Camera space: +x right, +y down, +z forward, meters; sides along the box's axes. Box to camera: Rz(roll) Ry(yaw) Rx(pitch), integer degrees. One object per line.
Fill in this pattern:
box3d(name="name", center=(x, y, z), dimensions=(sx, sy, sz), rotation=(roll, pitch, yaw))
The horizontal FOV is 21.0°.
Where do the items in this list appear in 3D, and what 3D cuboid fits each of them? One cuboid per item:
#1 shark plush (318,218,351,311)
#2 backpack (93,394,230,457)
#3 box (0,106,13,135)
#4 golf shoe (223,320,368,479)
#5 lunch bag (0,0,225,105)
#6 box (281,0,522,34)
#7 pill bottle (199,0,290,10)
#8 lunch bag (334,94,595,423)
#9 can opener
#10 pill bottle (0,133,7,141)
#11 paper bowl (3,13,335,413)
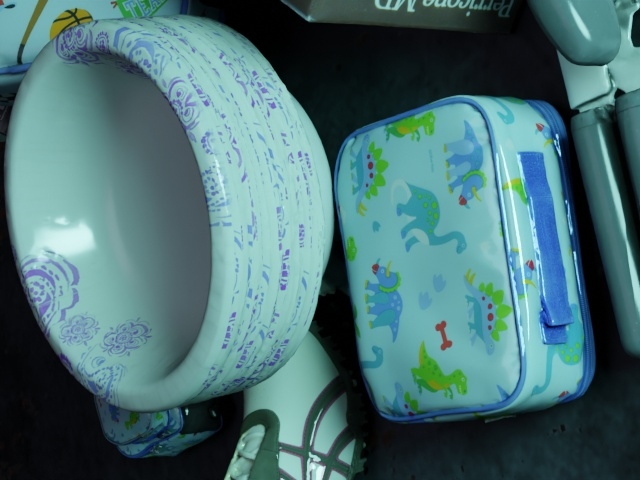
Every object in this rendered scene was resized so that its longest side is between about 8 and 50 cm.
box3d(name="shark plush", center=(0.000, 0.000, 1.337), dimensions=(0.067, 0.073, 0.161), rotation=(-41, 49, 7))
box3d(name="backpack", center=(-0.147, 0.135, 1.496), dimensions=(0.114, 0.084, 0.105), rotation=(-39, 60, 47))
box3d(name="box", center=(-0.295, -0.248, 1.543), dimensions=(0.216, 0.060, 0.270), rotation=(24, 90, 20))
box3d(name="golf shoe", center=(-0.028, 0.180, 1.329), dimensions=(0.105, 0.120, 0.273), rotation=(-28, 69, 49))
box3d(name="lunch bag", center=(-0.213, -0.239, 1.426), dimensions=(0.303, 0.115, 0.243), rotation=(-5, 79, 18))
box3d(name="box", center=(0.087, -0.330, 1.104), dimensions=(0.143, 0.191, 0.381), rotation=(46, 126, 39))
box3d(name="pill bottle", center=(-0.044, -0.292, 1.318), dimensions=(0.123, 0.123, 0.219), rotation=(-7, 86, 50))
box3d(name="lunch bag", center=(0.100, 0.015, 1.185), dimensions=(0.176, 0.090, 0.219), rotation=(-17, 79, 51))
box3d(name="can opener", center=(0.177, -0.066, 1.083), dimensions=(0.076, 0.095, 0.283), rotation=(-24, 73, 49))
box3d(name="pill bottle", center=(-0.306, -0.214, 1.639), dimensions=(0.124, 0.124, 0.221), rotation=(-24, 73, 48))
box3d(name="paper bowl", center=(-0.101, -0.024, 1.273), dimensions=(0.284, 0.148, 0.284), rotation=(13, 108, 46))
